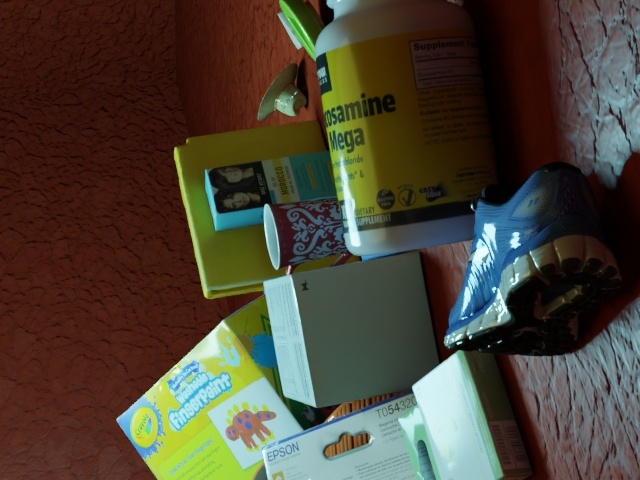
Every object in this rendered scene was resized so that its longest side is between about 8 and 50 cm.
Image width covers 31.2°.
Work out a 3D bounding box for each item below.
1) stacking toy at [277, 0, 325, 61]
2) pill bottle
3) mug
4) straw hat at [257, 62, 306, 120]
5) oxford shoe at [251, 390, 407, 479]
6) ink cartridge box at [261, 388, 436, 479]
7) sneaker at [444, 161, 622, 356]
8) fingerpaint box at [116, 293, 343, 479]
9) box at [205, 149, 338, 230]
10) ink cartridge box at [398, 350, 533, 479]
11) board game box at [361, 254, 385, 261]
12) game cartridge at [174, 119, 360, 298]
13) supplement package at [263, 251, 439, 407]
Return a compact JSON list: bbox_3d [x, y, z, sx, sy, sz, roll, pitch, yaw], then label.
[{"bbox_3d":[-0.034,-0.469,2.016,0.279,0.130,0.309,57,179,-19],"label":"stacking toy"},{"bbox_3d":[0.096,-0.158,1.314,0.188,0.188,0.334,173,88,-78],"label":"pill bottle"},{"bbox_3d":[-0.002,-0.009,1.943,0.150,0.169,0.113,95,161,-51],"label":"mug"},{"bbox_3d":[-0.061,-0.278,2.264,0.061,0.144,0.144,34,156,8],"label":"straw hat"},{"bbox_3d":[0.058,0.344,1.798,0.364,0.133,0.130,-32,36,31],"label":"oxford shoe"},{"bbox_3d":[0.084,0.410,1.638,0.324,0.071,0.330,-26,65,31],"label":"ink cartridge box"},{"bbox_3d":[0.209,0.025,1.157,0.330,0.130,0.147,115,158,-64],"label":"sneaker"},{"bbox_3d":[-0.126,0.356,2.100,0.371,0.163,0.445,53,134,7],"label":"fingerpaint box"},{"bbox_3d":[-0.077,-0.091,2.047,0.060,0.244,0.100,100,157,-59],"label":"box"},{"bbox_3d":[0.162,0.262,1.474,0.235,0.056,0.171,-46,51,46],"label":"ink cartridge box"},{"bbox_3d":[0.091,-0.054,1.785,0.211,0.039,0.160,160,101,-77],"label":"board game box"},{"bbox_3d":[-0.103,-0.063,2.095,0.052,0.285,0.323,101,157,-58],"label":"game cartridge"},{"bbox_3d":[0.042,0.137,1.769,0.263,0.199,0.198,159,101,-78],"label":"supplement package"}]
